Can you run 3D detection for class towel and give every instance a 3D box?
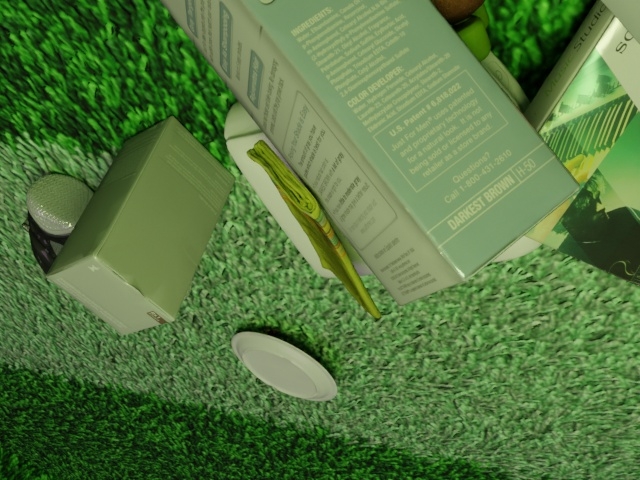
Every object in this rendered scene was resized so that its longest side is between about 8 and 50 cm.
[{"bbox_3d":[0.000,0.000,0.735,0.102,0.021,0.237,51,176,34],"label":"towel"}]

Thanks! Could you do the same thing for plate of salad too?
[{"bbox_3d":[-0.058,0.207,1.253,0.200,0.048,0.199,22,147,15],"label":"plate of salad"}]

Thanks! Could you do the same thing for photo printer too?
[{"bbox_3d":[0.086,-0.075,0.796,0.308,0.107,0.256,-7,134,31],"label":"photo printer"}]

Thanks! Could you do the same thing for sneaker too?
[{"bbox_3d":[-0.322,0.020,1.106,0.269,0.101,0.153,36,141,-10],"label":"sneaker"}]

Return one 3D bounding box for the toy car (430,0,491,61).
[{"bbox_3d":[0.147,-0.240,0.557,0.189,0.149,0.155,-17,117,21],"label":"toy car"}]

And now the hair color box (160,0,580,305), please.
[{"bbox_3d":[0.008,-0.135,0.578,0.374,0.114,0.185,52,168,4],"label":"hair color box"}]

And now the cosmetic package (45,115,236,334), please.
[{"bbox_3d":[-0.206,-0.020,0.887,0.107,0.238,0.127,-16,129,37],"label":"cosmetic package"}]

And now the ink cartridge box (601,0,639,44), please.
[{"bbox_3d":[0.221,-0.250,0.480,0.208,0.153,0.087,37,-177,-21],"label":"ink cartridge box"}]

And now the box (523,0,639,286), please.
[{"bbox_3d":[0.333,-0.062,0.655,0.322,0.058,0.232,23,119,-9],"label":"box"}]
